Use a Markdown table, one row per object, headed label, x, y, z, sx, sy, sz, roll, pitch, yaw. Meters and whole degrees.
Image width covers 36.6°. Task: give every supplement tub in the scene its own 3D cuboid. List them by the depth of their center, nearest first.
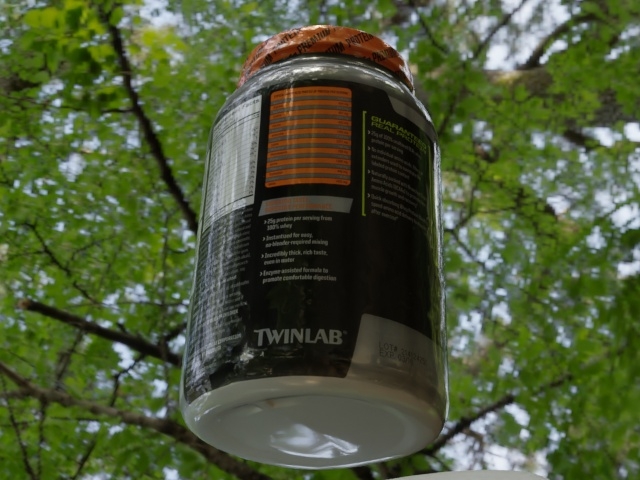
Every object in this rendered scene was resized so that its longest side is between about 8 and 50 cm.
| label | x | y | z | sx | sy | sz | roll | pitch | yaw |
| --- | --- | --- | --- | --- | --- | --- | --- | --- | --- |
| supplement tub | 0.000 | 0.000 | 0.753 | 0.193 | 0.193 | 0.316 | 34 | -133 | -40 |

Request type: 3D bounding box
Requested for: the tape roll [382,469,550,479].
| label | x | y | z | sx | sy | sz | roll | pitch | yaw |
| --- | --- | --- | --- | --- | --- | --- | --- | --- | --- |
| tape roll | 0.029 | 0.287 | 0.868 | 0.392 | 0.392 | 0.072 | -8 | -97 | -42 |
